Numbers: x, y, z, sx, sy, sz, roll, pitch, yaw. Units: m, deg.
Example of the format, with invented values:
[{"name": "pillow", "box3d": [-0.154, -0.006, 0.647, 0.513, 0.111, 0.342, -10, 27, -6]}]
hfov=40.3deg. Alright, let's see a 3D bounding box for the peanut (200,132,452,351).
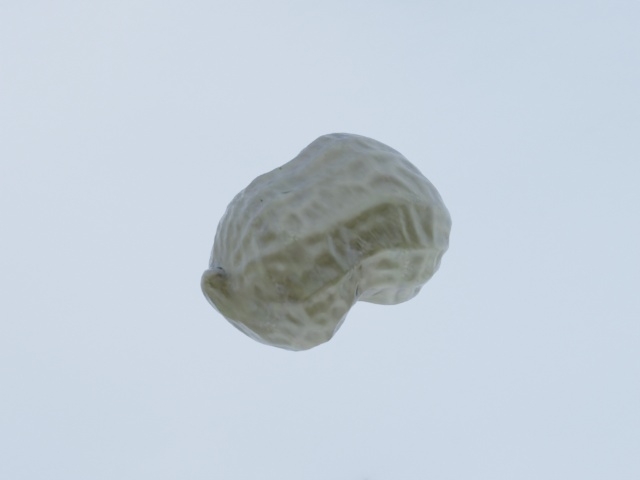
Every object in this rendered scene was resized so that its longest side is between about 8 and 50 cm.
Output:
[{"name": "peanut", "box3d": [0.000, 0.000, 0.809, 0.233, 0.196, 0.110, -30, 144, -16]}]
